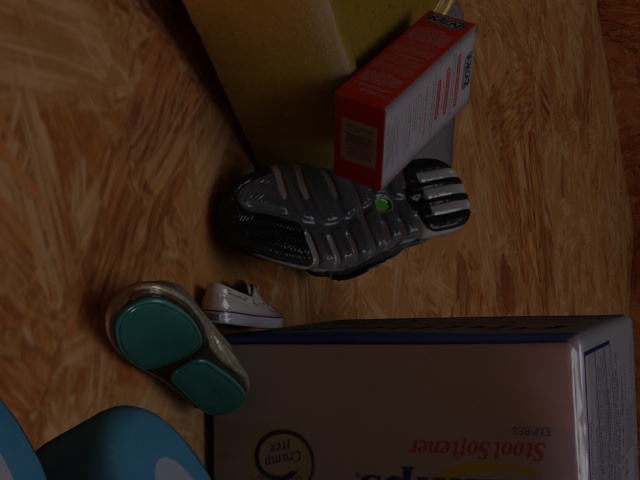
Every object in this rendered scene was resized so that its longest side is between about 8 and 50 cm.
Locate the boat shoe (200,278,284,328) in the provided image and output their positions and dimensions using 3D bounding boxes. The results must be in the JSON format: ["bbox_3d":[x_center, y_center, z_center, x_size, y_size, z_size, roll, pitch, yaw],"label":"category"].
[{"bbox_3d":[-0.055,0.045,0.877,0.100,0.035,0.035,14,78,-62],"label":"boat shoe"}]

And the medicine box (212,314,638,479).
[{"bbox_3d":[0.093,0.137,0.935,0.289,0.263,0.149,4,84,-70],"label":"medicine box"}]

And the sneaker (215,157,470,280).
[{"bbox_3d":[0.000,0.000,0.957,0.229,0.132,0.086,-5,70,-35],"label":"sneaker"}]

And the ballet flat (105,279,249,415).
[{"bbox_3d":[-0.094,0.059,0.768,0.168,0.057,0.052,63,5,-55],"label":"ballet flat"}]

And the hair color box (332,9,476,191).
[{"bbox_3d":[0.062,-0.104,0.889,0.141,0.043,0.072,-44,146,-42],"label":"hair color box"}]

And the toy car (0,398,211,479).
[{"bbox_3d":[-0.185,0.050,0.378,0.238,0.219,0.210,65,12,22],"label":"toy car"}]

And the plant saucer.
[{"bbox_3d":[0.038,-0.235,0.885,0.333,0.081,0.332,-60,156,-20],"label":"plant saucer"}]

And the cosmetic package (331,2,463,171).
[{"bbox_3d":[0.064,-0.132,1.112,0.127,0.107,0.238,48,47,-60],"label":"cosmetic package"}]
